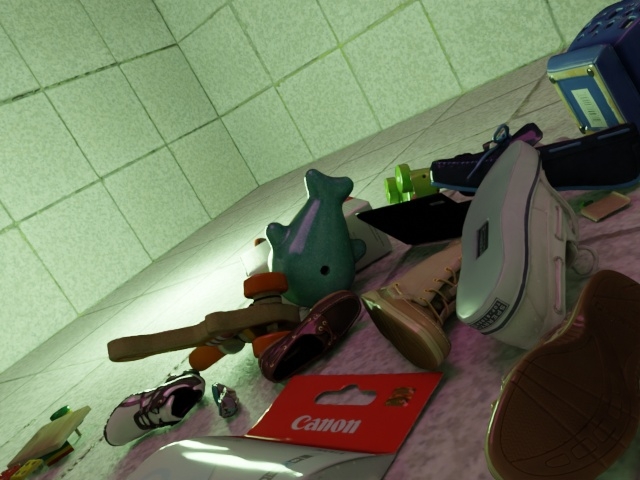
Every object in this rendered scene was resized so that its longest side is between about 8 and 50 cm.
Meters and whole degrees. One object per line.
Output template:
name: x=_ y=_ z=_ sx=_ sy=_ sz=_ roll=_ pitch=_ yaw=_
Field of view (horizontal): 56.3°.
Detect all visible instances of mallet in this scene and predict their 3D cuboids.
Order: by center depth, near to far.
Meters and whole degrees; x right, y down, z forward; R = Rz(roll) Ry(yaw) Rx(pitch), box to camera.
mallet: x=0.459 y=-0.221 z=1.520 sx=0.062 sy=0.039 sz=0.190 roll=-24 pitch=19 yaw=13

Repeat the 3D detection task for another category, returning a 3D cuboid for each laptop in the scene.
laptop: x=0.249 y=-0.076 z=1.182 sx=0.264 sy=0.137 sz=0.234 roll=-39 pitch=16 yaw=-34

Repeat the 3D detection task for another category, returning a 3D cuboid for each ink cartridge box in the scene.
ink cartridge box: x=-0.070 y=0.257 z=0.717 sx=0.308 sy=0.091 sz=0.385 roll=-15 pitch=21 yaw=47
ink cartridge box: x=-0.017 y=0.028 z=1.372 sx=0.306 sy=0.131 sz=0.226 roll=-32 pitch=14 yaw=-4

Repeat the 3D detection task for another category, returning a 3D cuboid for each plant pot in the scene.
plant pot: x=0.612 y=-0.332 z=1.192 sx=0.212 sy=0.236 sz=0.236 roll=-37 pitch=14 yaw=-2

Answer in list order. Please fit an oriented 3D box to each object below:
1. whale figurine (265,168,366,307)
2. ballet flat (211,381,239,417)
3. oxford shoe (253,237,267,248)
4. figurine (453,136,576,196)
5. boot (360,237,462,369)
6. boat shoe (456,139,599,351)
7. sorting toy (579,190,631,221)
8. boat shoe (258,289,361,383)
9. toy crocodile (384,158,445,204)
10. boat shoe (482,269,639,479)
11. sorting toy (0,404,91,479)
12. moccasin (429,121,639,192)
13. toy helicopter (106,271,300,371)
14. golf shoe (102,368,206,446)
whale figurine: x=0.000 y=0.000 z=1.175 sx=0.216 sy=0.272 sz=0.141 roll=13 pitch=3 yaw=-17
ballet flat: x=-0.157 y=0.266 z=1.000 sx=0.041 sy=0.041 sz=0.114 roll=-32 pitch=14 yaw=-11
oxford shoe: x=-0.136 y=0.051 z=1.675 sx=0.098 sy=0.097 sz=0.271 roll=-9 pitch=18 yaw=-1
figurine: x=0.418 y=-0.159 z=1.224 sx=0.214 sy=0.093 sz=0.209 roll=-23 pitch=15 yaw=-35
boot: x=0.179 y=0.078 z=0.856 sx=0.203 sy=0.095 sz=0.262 roll=-30 pitch=7 yaw=-5
boat shoe: x=0.289 y=0.005 z=0.801 sx=0.136 sy=0.156 sz=0.367 roll=-54 pitch=7 yaw=39
sorting toy: x=0.449 y=-0.056 z=0.955 sx=0.062 sy=0.012 sz=0.083 roll=-33 pitch=16 yaw=7
boat shoe: x=-0.009 y=0.162 z=0.990 sx=0.207 sy=0.073 sz=0.073 roll=-40 pitch=14 yaw=-13
toy crocodile: x=0.224 y=-0.116 z=1.400 sx=0.115 sy=0.105 sz=0.340 roll=-8 pitch=-5 yaw=-4
boat shoe: x=0.232 y=0.136 z=0.552 sx=0.285 sy=0.104 sz=0.089 roll=-34 pitch=-25 yaw=-37
sorting toy: x=-0.545 y=0.417 z=1.218 sx=0.132 sy=0.046 sz=0.274 roll=-26 pitch=13 yaw=13
moccasin: x=0.357 y=-0.146 z=1.017 sx=0.341 sy=0.117 sz=0.138 roll=-3 pitch=14 yaw=6
toy helicopter: x=-0.213 y=0.176 z=1.124 sx=0.354 sy=0.140 sz=0.235 roll=-10 pitch=-16 yaw=-9
golf shoe: x=-0.294 y=0.300 z=1.060 sx=0.198 sy=0.077 sz=0.094 roll=-34 pitch=14 yaw=-14
